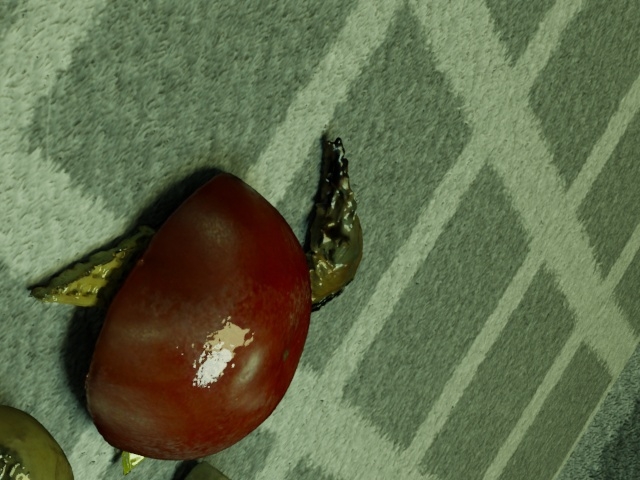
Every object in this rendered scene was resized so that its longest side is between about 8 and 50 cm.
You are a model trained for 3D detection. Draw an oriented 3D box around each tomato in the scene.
[{"bbox_3d":[-0.098,0.100,1.760,0.338,0.144,0.338,-55,161,-29],"label":"tomato"}]

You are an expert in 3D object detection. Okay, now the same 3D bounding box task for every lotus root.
[{"bbox_3d":[-0.298,0.218,1.557,0.118,0.125,0.221,-30,158,-3],"label":"lotus root"}]

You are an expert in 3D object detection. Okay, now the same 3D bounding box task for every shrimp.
[{"bbox_3d":[0.009,-0.003,1.986,0.117,0.066,0.262,-46,151,-30],"label":"shrimp"}]

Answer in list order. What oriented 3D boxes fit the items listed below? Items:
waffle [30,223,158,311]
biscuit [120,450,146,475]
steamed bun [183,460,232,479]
[{"bbox_3d":[-0.216,0.022,1.616,0.097,0.023,0.153,-64,156,5],"label":"waffle"},{"bbox_3d":[-0.137,0.184,1.957,0.292,0.026,0.048,-34,126,-45],"label":"biscuit"},{"bbox_3d":[-0.139,0.379,2.040,0.155,0.141,0.172,-45,156,-19],"label":"steamed bun"}]
